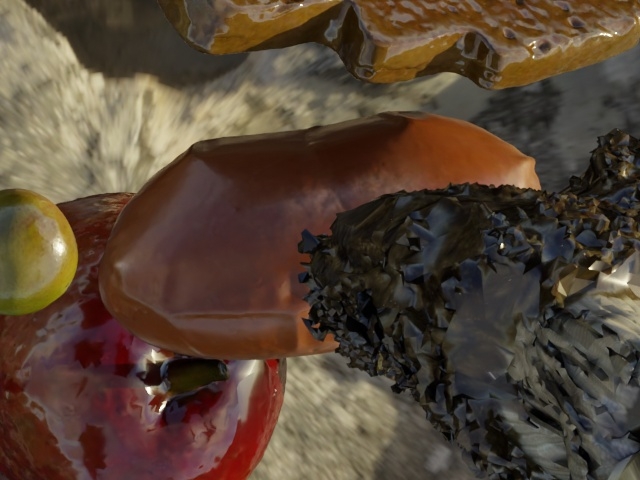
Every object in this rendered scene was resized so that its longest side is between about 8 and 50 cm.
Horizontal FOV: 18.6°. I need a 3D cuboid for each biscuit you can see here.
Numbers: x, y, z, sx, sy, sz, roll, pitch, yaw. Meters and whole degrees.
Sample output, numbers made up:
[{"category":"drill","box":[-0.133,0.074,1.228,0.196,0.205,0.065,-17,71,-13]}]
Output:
[{"category":"biscuit","box":[0.037,-0.163,1.088,0.301,0.043,0.278,25,45,-1]}]

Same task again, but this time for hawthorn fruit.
[{"category":"hawthorn fruit","box":[-0.150,0.099,1.607,0.284,0.369,0.285,1,89,-22]}]

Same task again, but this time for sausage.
[{"category":"sausage","box":[0.000,0.002,1.122,0.258,0.133,0.133,-9,92,-5]}]

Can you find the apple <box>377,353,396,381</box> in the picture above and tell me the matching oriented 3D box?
[{"category":"apple","box":[0.084,0.042,1.595,0.156,0.158,0.147,-39,61,-11]}]

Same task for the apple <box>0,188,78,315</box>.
[{"category":"apple","box":[-0.214,0.007,1.374,0.089,0.074,0.090,12,114,28]}]

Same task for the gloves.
[{"category":"gloves","box":[0.110,0.036,0.858,0.210,0.312,0.135,-6,111,-33]}]
